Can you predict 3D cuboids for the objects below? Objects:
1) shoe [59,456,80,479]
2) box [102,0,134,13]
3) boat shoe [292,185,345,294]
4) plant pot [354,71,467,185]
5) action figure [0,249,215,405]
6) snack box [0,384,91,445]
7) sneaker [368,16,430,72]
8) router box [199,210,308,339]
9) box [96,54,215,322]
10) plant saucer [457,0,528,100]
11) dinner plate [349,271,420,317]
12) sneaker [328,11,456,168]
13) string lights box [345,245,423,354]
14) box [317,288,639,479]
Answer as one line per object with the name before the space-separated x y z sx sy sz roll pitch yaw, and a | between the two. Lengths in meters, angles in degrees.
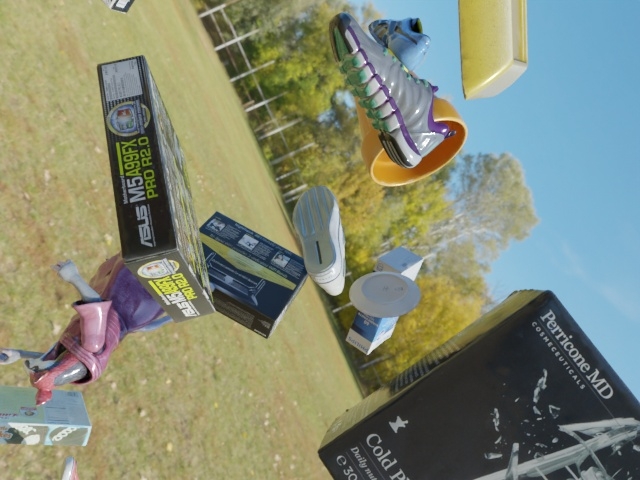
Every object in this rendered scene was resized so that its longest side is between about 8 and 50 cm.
shoe | -0.532 0.551 1.230 0.063 0.081 0.177 -138 -120 -63
box | -0.202 -0.367 0.601 0.114 0.207 0.036 43 18 -1
boat shoe | 0.000 0.000 0.974 0.226 0.083 0.075 -91 162 -46
plant pot | 0.158 -0.244 1.124 0.205 0.205 0.188 68 -1 -65
action figure | -0.413 0.173 1.059 0.276 0.248 0.370 36 34 -14
snack box | -0.750 0.429 1.386 0.322 0.060 0.187 16 6 -33
sneaker | 0.144 -0.362 0.998 0.069 0.082 0.209 37 22 -29
router box | -0.206 0.080 1.442 0.243 0.309 0.081 -55 171 -49
box | -0.203 -0.056 0.708 0.216 0.060 0.270 91 -16 -66
plant saucer | 0.322 -0.433 1.022 0.333 0.081 0.332 -30 116 -60
dinner plate | 0.127 0.100 1.109 0.141 0.141 0.017 -116 -161 -52
sneaker | 0.096 -0.211 0.749 0.223 0.098 0.083 58 -5 -23
string lights box | 0.166 0.155 1.455 0.077 0.259 0.133 31 28 24
box | 0.331 0.413 0.998 0.480 0.472 0.297 54 2 10
